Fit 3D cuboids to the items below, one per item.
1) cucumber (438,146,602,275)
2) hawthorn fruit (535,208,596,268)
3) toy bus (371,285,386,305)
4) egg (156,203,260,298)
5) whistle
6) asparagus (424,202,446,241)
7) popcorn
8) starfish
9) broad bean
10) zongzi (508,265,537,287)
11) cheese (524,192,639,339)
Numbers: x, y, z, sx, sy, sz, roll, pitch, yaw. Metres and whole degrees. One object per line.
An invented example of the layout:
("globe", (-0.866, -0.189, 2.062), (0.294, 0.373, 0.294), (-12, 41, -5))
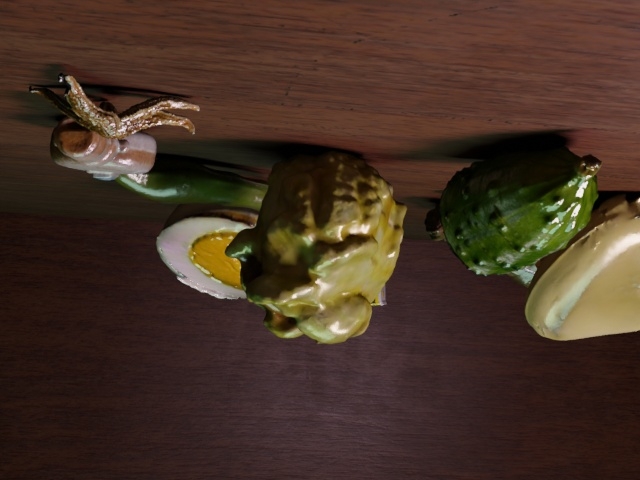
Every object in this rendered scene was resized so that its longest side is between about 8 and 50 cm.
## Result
("cucumber", (0.217, -0.042, 0.811), (0.134, 0.134, 0.244), (4, 169, -8))
("hawthorn fruit", (0.410, -0.019, 1.383), (0.285, 0.165, 0.165), (32, 162, -32))
("toy bus", (0.115, 0.043, 1.855), (0.074, 0.226, 0.081), (-1, 176, 13))
("egg", (-0.144, -0.023, 1.403), (0.265, 0.174, 0.286), (14, 152, -6))
("whistle", (-0.221, -0.091, 0.784), (0.107, 0.057, 0.220), (5, -179, -8))
("asparagus", (0.240, -0.036, 1.505), (0.080, 0.080, 0.287), (3, -174, 15))
("popcorn", (0.000, 0.000, 0.960), (0.195, 0.254, 0.256), (24, 152, 3))
("starfish", (-0.177, -0.103, 0.635), (0.133, 0.041, 0.130), (4, 180, 13))
("broad bean", (-0.152, -0.074, 1.124), (0.325, 0.067, 0.075), (9, -172, -45))
("zongzi", (0.480, -0.013, 1.574), (0.251, 0.125, 0.274), (31, 127, -19))
("cheese", (0.475, 0.041, 1.247), (0.260, 0.128, 0.315), (-7, 139, -13))
